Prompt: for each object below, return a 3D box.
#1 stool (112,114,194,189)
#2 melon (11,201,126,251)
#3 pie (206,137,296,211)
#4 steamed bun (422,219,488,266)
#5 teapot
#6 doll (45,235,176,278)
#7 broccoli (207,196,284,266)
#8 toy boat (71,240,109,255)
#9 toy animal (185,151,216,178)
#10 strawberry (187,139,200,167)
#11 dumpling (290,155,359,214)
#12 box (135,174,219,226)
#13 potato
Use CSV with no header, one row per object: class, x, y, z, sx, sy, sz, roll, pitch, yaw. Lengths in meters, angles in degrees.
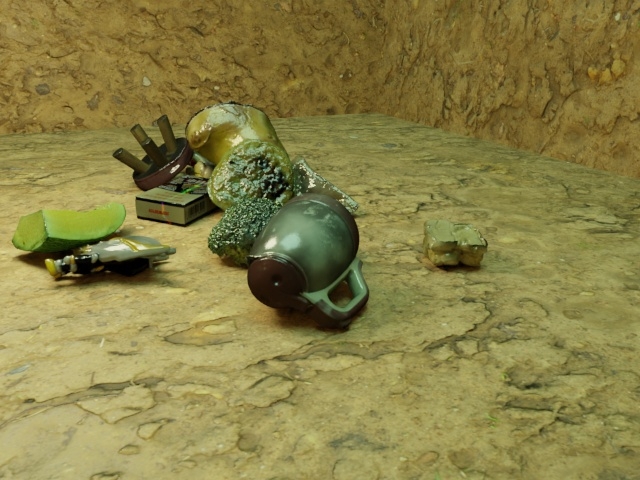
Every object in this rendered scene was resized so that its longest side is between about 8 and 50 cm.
stool,-0.648,-0.342,2.199,0.272,0.178,0.272,-20,38,17
melon,-0.692,-0.038,1.632,0.196,0.124,0.323,-2,7,33
pie,-0.225,-0.205,1.965,0.323,0.323,0.070,-2,-20,-12
steamed bun,0.379,0.013,1.662,0.177,0.106,0.192,2,30,-12
teapot,-0.024,0.070,1.366,0.315,0.233,0.312,34,34,3
doll,-0.539,0.048,1.479,0.316,0.145,0.103,-11,58,-17
broccoli,-0.195,-0.031,1.612,0.198,0.176,0.226,35,25,26
toy boat,-0.581,0.030,1.572,0.200,0.057,0.077,-7,19,-20
toy animal,-0.459,-0.279,2.299,0.168,0.121,0.233,27,18,15
strawberry,-0.467,-0.371,2.496,0.233,0.138,0.306,-14,-16,42
dumpling,-0.020,-0.160,2.063,0.166,0.086,0.332,-45,66,-7
box,-0.472,-0.144,1.987,0.198,0.084,0.310,10,23,19
potato,-0.284,-0.316,2.120,0.397,0.290,0.296,27,28,-39
